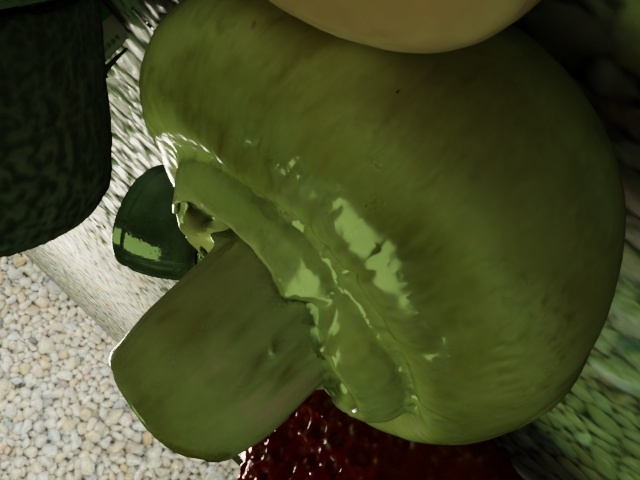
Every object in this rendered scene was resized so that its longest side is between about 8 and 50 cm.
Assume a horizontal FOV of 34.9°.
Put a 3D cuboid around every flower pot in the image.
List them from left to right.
[{"bbox_3d":[-0.260,-0.161,0.629,0.299,0.299,0.282,30,129,40],"label":"flower pot"}]

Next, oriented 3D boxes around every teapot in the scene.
[{"bbox_3d":[-0.135,0.002,1.022,0.108,0.111,0.149,24,151,18],"label":"teapot"}]

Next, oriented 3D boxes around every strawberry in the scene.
[{"bbox_3d":[0.040,0.237,0.939,0.351,0.267,0.312,60,179,31],"label":"strawberry"}]

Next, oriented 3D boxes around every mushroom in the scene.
[{"bbox_3d":[0.000,0.000,0.479,0.254,0.234,0.260,49,163,4],"label":"mushroom"}]

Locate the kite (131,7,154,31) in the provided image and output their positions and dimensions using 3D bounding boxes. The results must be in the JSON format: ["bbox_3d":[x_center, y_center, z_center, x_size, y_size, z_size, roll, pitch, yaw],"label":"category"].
[{"bbox_3d":[-0.117,-0.152,0.793,0.078,0.002,0.044,52,162,-23],"label":"kite"}]

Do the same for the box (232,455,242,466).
[{"bbox_3d":[-0.059,0.266,1.415,0.148,0.129,0.210,43,162,7],"label":"box"}]

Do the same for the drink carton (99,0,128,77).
[{"bbox_3d":[-0.294,-0.207,0.816,0.271,0.161,0.108,49,162,-21],"label":"drink carton"}]

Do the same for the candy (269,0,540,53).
[{"bbox_3d":[0.004,-0.168,0.309,0.255,0.094,0.255,40,160,18],"label":"candy"}]
